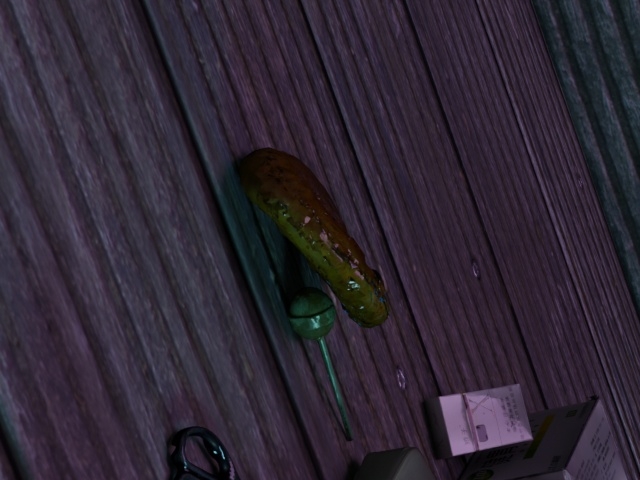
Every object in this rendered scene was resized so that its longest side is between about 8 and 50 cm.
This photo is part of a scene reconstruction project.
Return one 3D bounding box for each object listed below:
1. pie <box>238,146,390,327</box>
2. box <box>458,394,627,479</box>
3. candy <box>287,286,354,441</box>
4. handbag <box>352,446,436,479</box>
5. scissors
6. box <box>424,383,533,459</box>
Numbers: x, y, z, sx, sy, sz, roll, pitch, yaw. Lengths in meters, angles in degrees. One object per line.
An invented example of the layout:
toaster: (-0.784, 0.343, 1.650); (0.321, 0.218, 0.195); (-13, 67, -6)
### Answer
pie: (0.001, -0.001, 1.788); (0.273, 0.069, 0.273); (53, 6, -8)
box: (0.316, 0.348, 2.219); (0.333, 0.173, 0.145); (-35, 109, -67)
candy: (0.009, 0.146, 1.812); (0.061, 0.061, 0.202); (-63, 140, -61)
handbag: (0.094, 0.386, 1.798); (0.256, 0.079, 0.219); (63, 34, -23)
scissors: (-0.066, 0.273, 1.552); (0.300, 0.022, 0.109); (45, 38, -52)
box: (0.218, 0.249, 2.150); (0.154, 0.040, 0.083); (-5, 79, -38)
